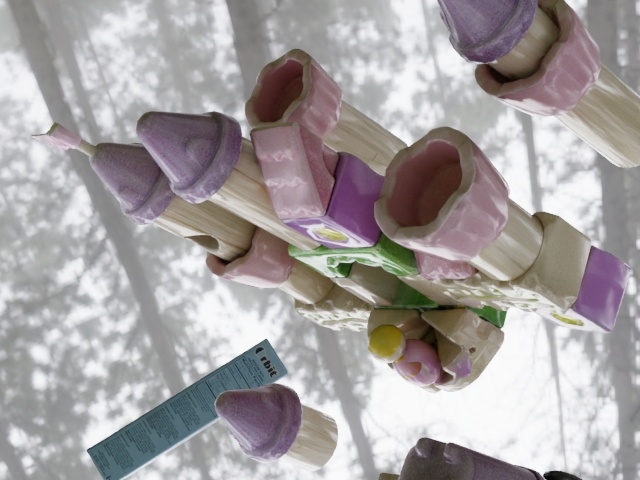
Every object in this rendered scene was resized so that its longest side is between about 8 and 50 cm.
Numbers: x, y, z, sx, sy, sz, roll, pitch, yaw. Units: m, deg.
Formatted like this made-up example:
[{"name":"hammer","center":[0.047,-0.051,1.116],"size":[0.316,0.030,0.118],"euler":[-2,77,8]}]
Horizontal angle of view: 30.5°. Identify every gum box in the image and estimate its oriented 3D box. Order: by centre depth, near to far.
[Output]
[{"name":"gum box","center":[-0.120,0.160,1.096],"size":[0.184,0.157,0.041],"euler":[-31,-95,-8]}]

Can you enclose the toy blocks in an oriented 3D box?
[{"name":"toy blocks","center":[0.000,0.000,0.684],"size":[0.288,0.260,0.309],"euler":[-3,-115,49]}]
